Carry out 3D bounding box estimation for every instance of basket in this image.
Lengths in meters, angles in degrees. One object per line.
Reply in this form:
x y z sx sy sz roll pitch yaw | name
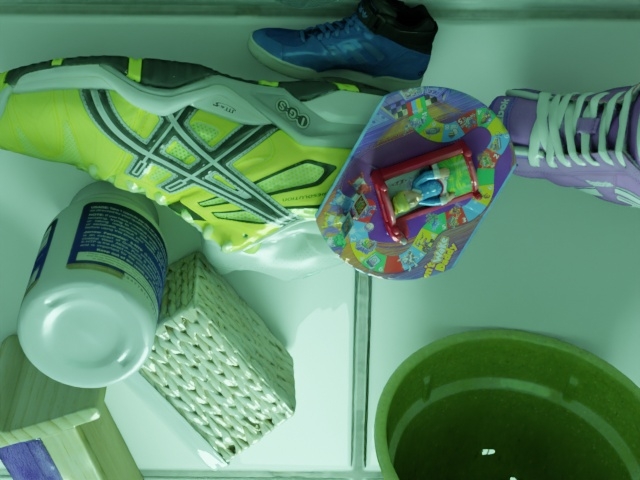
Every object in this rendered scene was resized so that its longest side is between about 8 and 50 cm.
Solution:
-0.106 0.107 1.321 0.103 0.113 0.167 -32 116 14 | basket

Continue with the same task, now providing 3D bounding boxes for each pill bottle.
-0.188 0.028 1.227 0.112 0.187 0.112 0 121 1 | pill bottle

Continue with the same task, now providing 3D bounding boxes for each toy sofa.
-0.224 0.268 1.395 0.177 0.150 0.362 -15 120 8 | toy sofa

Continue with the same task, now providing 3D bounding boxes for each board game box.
0.081 -0.035 1.132 0.133 0.033 0.169 23 109 -24 | board game box

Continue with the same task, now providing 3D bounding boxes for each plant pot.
0.169 0.268 1.351 0.276 0.276 0.254 6 133 -3 | plant pot

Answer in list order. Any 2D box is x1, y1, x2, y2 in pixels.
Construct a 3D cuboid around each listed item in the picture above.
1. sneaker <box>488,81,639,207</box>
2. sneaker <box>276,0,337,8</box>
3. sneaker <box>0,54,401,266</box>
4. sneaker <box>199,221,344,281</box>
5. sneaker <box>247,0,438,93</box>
0.209 -0.078 1.125 0.161 0.282 0.102 13 84 3 | sneaker
0.038 -0.277 1.102 0.094 0.091 0.258 27 139 -21 | sneaker
-0.098 -0.064 1.170 0.384 0.145 0.147 6 91 1 | sneaker
0.000 0.000 1.285 0.212 0.080 0.094 1 136 4 | sneaker
0.021 -0.173 1.177 0.152 0.058 0.084 11 127 -11 | sneaker
